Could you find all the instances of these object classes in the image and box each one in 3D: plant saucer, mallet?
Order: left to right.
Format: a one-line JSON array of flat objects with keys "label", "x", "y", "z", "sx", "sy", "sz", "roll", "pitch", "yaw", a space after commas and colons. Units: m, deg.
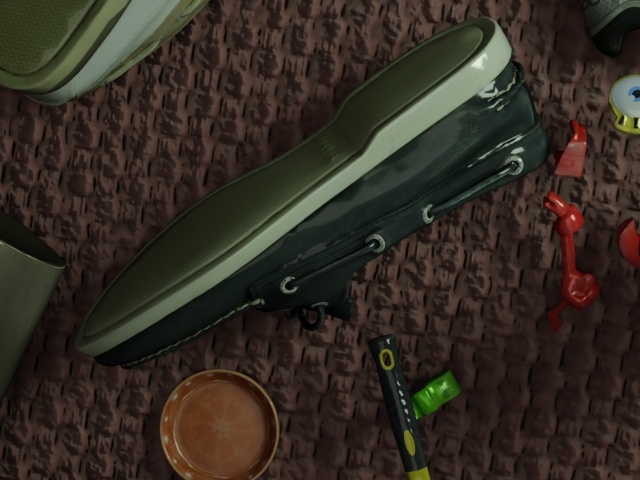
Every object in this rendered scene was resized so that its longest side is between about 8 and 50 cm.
[{"label": "plant saucer", "x": -0.069, "y": 0.130, "z": 1.041, "sx": 0.083, "sy": 0.013, "sz": 0.084, "roll": 0, "pitch": 89, "yaw": 7}, {"label": "mallet", "x": 0.055, "y": 0.158, "z": 0.978, "sx": 0.062, "sy": 0.039, "sz": 0.190, "roll": -22, "pitch": 88, "yaw": 0}]

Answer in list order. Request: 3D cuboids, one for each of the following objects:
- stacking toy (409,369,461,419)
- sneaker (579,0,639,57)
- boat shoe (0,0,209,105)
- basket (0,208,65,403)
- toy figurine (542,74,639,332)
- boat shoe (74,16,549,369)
[{"label": "stacking toy", "x": 0.041, "y": 0.210, "z": 1.024, "sx": 0.221, "sy": 0.052, "sz": 0.167, "roll": -33, "pitch": 92, "yaw": 5}, {"label": "sneaker", "x": 0.247, "y": -0.156, "z": 0.972, "sx": 0.170, "sy": 0.063, "sz": 0.075, "roll": -8, "pitch": 93, "yaw": 11}, {"label": "boat shoe", "x": -0.099, "y": -0.213, "z": 0.980, "sx": 0.302, "sy": 0.103, "sz": 0.113, "roll": -43, "pitch": 76, "yaw": 7}, {"label": "basket", "x": -0.282, "y": 0.076, "z": 0.994, "sx": 0.204, "sy": 0.154, "sz": 0.227, "roll": 36, "pitch": 93, "yaw": 17}, {"label": "toy figurine", "x": 0.307, "y": 0.043, "z": 0.879, "sx": 0.362, "sy": 0.217, "sz": 0.191, "roll": 11, "pitch": 113, "yaw": 5}, {"label": "boat shoe", "x": 0.000, "y": -0.002, "z": 0.979, "sx": 0.340, "sy": 0.127, "sz": 0.113, "roll": -37, "pitch": 113, "yaw": 4}]
